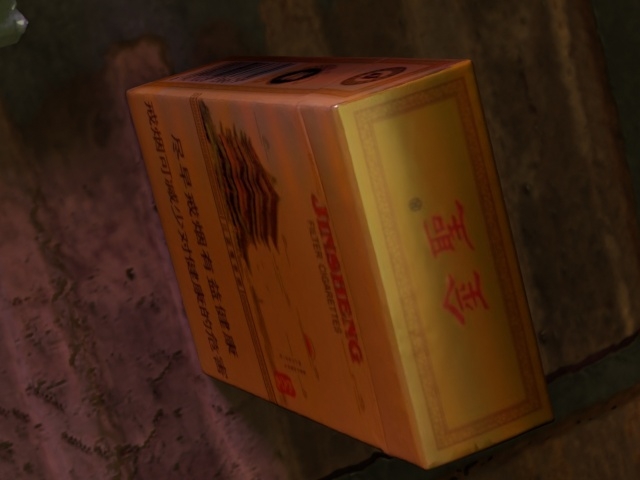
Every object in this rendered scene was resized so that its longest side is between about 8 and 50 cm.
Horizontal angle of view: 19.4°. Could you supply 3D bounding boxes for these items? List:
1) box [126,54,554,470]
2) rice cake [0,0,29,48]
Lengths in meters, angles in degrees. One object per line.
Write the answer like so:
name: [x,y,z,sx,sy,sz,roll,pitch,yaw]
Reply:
box: [0.000,0.000,0.939,0.076,0.274,0.174,-21,104,-22]
rice cake: [-0.226,-0.196,0.931,0.127,0.043,0.237,-17,101,-27]
